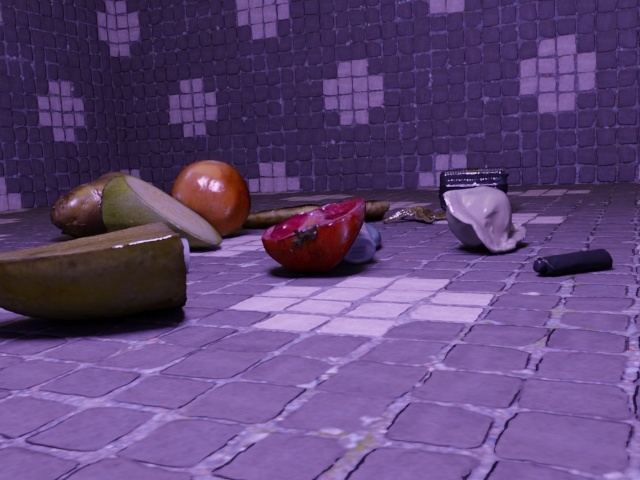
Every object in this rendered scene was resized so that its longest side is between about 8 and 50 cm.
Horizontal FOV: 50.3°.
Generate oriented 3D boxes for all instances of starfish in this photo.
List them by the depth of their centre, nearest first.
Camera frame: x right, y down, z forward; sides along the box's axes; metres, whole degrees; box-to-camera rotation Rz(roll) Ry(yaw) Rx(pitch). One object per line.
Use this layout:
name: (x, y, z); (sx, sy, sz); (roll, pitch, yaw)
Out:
starfish: (0.278, -0.070, 1.882); (0.224, 0.050, 0.217); (-10, 16, -12)

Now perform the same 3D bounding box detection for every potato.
potato: (-0.316, 0.051, 0.895); (0.255, 0.112, 0.269); (-9, 6, -18)
potato: (-0.622, -0.091, 1.902); (0.141, 0.191, 0.296); (45, 29, 13)

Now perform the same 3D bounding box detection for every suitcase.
suitcase: (0.458, -0.153, 2.038); (0.202, 0.128, 0.312); (-1, 4, 15)

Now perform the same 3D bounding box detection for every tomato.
tomato: (0.000, 0.000, 1.158); (0.189, 0.099, 0.173); (-16, 12, 14)

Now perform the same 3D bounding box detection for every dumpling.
dumpling: (0.321, -0.033, 1.304); (0.229, 0.124, 0.151); (0, 40, -50)

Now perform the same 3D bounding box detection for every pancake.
pancake: (-0.030, -0.069, 1.974); (0.427, 0.066, 0.305); (-7, 1, -22)

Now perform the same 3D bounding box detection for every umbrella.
umbrella: (0.385, 0.034, 1.037); (0.133, 0.031, 0.036); (-6, 6, -16)

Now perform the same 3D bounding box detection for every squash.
squash: (-0.347, -0.071, 1.553); (0.261, 0.189, 0.189); (-4, 6, 27)

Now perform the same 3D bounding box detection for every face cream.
face cream: (0.050, -0.019, 1.292); (0.084, 0.057, 0.198); (-4, 23, -10)

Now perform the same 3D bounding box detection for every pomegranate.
pomegranate: (-0.277, -0.103, 1.733); (0.209, 0.209, 0.209); (-3, 7, 0)

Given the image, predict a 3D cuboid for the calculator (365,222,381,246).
calculator: (0.032, -0.009, 1.464); (0.186, 0.041, 0.299); (-4, 9, -5)

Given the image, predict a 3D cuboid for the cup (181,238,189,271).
cup: (-0.300, 0.034, 1.219); (0.116, 0.074, 0.104); (-2, -22, -24)
